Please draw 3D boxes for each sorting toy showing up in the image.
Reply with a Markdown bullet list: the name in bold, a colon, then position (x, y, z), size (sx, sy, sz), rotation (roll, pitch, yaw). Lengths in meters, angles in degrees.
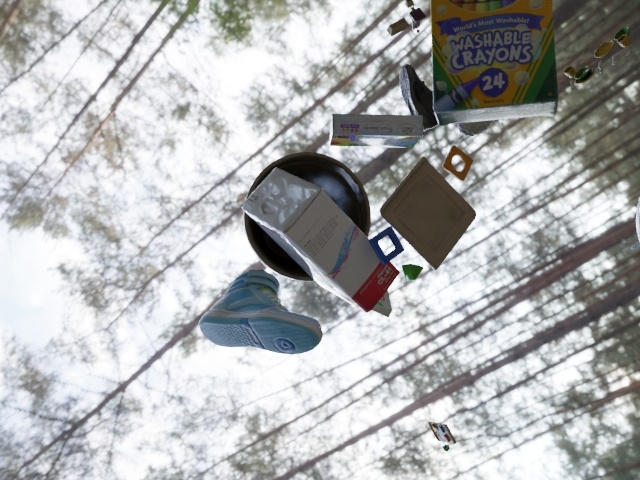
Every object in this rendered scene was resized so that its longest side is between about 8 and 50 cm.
- **sorting toy**: position (0.289, 0.462, 1.706), size (0.012, 0.062, 0.083), rotation (-35, -78, -32)
- **sorting toy**: position (0.236, -0.060, 1.620), size (0.196, 0.047, 0.348), rotation (46, -114, -13)

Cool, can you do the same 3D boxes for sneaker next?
- **sneaker**: position (0.347, -0.484, 2.421), size (0.130, 0.087, 0.228), rotation (-20, -96, -18)
- **sneaker**: position (0.505, -0.469, 2.302), size (0.102, 0.293, 0.146), rotation (20, -172, -14)
- **sneaker**: position (-0.114, 0.151, 1.713), size (0.208, 0.319, 0.127), rotation (-60, -38, -41)

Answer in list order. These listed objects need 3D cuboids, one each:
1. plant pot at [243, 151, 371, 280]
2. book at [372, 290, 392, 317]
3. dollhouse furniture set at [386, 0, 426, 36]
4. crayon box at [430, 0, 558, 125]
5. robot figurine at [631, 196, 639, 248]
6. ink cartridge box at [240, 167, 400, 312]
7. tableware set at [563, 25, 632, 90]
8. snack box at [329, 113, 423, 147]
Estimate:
- **plant pot**: position (-0.055, -0.045, 1.934), size (0.323, 0.280, 0.323), rotation (1, -97, -11)
- **book**: position (0.127, 0.142, 1.844), size (0.096, 0.035, 0.144), rotation (23, -165, -7)
- **dollhouse furniture set**: position (0.241, -0.634, 2.140), size (0.091, 0.114, 0.081), rotation (60, 177, 26)
- **crayon box**: position (0.295, -0.373, 1.262), size (0.083, 0.203, 0.323), rotation (33, -124, -72)
- **robot figurine**: position (0.583, -0.026, 0.992), size (0.300, 0.353, 0.200), rotation (-47, -72, -11)
- **ink cartridge box**: position (0.000, 0.000, 1.617), size (0.306, 0.131, 0.226), rotation (47, 170, -34)
- **tableware set**: position (0.581, -0.386, 1.530), size (0.024, 0.154, 0.104), rotation (39, -136, -19)
- **snack box**: position (0.086, -0.175, 1.169), size (0.100, 0.141, 0.037), rotation (132, 138, -87)
